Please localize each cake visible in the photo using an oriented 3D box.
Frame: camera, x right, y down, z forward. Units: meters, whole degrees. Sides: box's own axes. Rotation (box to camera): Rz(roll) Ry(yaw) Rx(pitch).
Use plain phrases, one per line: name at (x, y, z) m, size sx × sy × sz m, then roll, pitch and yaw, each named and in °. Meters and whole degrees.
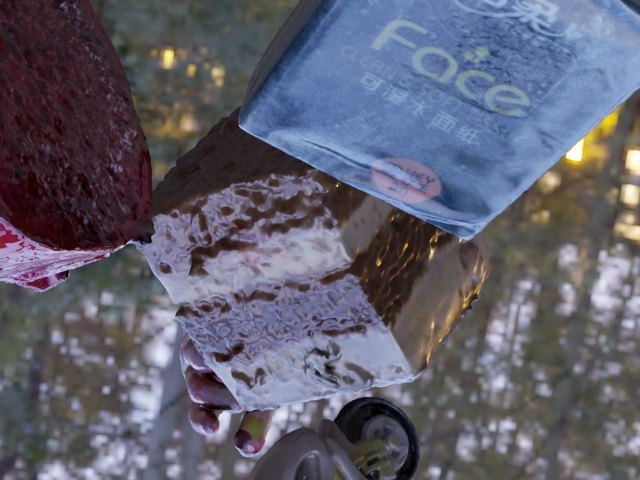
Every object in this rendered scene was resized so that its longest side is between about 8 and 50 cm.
cake at (0.000, 0.000, 1.625) m, size 0.256 × 0.290 × 0.282 m, roll -13°, pitch -155°, yaw 37°

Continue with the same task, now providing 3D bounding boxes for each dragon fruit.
dragon fruit at (-0.308, -0.103, 1.185) m, size 0.249 × 0.371 × 0.386 m, roll -27°, pitch -148°, yaw 20°

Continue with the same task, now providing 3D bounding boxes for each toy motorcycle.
toy motorcycle at (0.003, 0.293, 1.362) m, size 0.223 × 0.340 × 0.108 m, roll 12°, pitch 155°, yaw -32°

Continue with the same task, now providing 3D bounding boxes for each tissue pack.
tissue pack at (0.100, -0.145, 1.175) m, size 0.228 × 0.103 × 0.315 m, roll 25°, pitch 144°, yaw -12°

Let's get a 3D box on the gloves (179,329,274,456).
gloves at (-0.109, 0.153, 1.831) m, size 0.126 × 0.145 × 0.241 m, roll 9°, pitch -151°, yaw 18°
